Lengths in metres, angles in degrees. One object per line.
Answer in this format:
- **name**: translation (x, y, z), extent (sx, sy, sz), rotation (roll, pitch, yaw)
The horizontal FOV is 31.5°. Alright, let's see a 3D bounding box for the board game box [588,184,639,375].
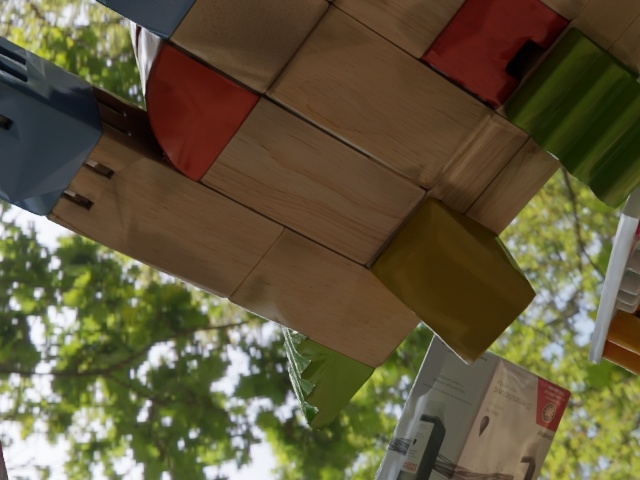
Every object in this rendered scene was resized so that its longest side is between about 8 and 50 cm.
- **board game box**: translation (0.299, -0.115, 0.779), extent (0.390, 0.050, 0.390), rotation (-60, -18, -11)

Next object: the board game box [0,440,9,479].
- **board game box**: translation (-0.430, 0.367, 1.153), extent (0.319, 0.066, 0.318), rotation (-13, -93, 28)

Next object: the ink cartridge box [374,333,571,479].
- **ink cartridge box**: translation (0.149, 0.223, 1.164), extent (0.158, 0.092, 0.218), rotation (28, -95, -45)

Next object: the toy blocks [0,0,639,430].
- **toy blocks**: translation (0.004, -0.115, 0.497), extent (0.261, 0.191, 0.381), rotation (27, -67, -30)
